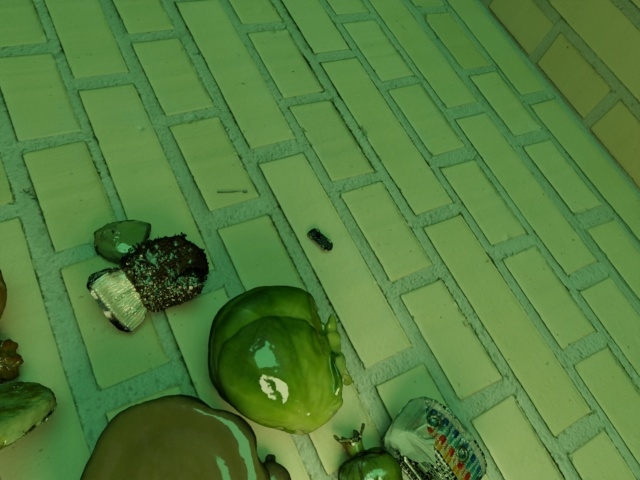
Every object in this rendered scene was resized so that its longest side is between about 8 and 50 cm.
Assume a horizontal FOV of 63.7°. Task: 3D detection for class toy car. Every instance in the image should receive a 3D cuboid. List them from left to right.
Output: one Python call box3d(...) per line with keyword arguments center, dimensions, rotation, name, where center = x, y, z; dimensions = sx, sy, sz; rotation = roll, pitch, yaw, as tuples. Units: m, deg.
box3d(center=(0.000, 0.000, 1.599), dimensions=(0.093, 0.025, 0.041), rotation=(44, 59, 14), name="toy car")

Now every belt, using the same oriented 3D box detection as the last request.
box3d(center=(0.280, 0.520, 1.272), dimensions=(0.150, 0.207, 0.257), rotation=(-35, 83, -34), name="belt")

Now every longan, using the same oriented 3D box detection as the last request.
box3d(center=(-0.115, 0.553, 1.186), dimensions=(0.106, 0.106, 0.119), rotation=(7, 53, -14), name="longan")

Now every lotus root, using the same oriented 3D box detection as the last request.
box3d(center=(-0.541, -0.001, 1.398), dimensions=(0.144, 0.070, 0.143), rotation=(5, 59, -15), name="lotus root")

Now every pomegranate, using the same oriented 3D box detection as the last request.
box3d(center=(0.108, 0.546, 1.249), dimensions=(0.152, 0.131, 0.191), rotation=(-10, 56, -19), name="pomegranate")

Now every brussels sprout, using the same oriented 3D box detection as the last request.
box3d(center=(-0.115, 0.294, 1.250), dimensions=(0.314, 0.276, 0.371), rotation=(-19, 74, -40), name="brussels sprout")

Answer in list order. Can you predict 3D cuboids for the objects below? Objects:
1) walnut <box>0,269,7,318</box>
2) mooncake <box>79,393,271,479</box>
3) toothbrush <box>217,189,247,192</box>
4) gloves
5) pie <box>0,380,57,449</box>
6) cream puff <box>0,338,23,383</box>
box3d(center=(-0.837, 0.129, 1.079), dimensions=(0.332, 0.333, 0.333), rotation=(8, 58, -13), name="walnut")
box3d(center=(-0.287, 0.513, 1.057), dimensions=(0.378, 0.201, 0.379), rotation=(1, 69, -2), name="mooncake")
box3d(center=(-0.276, -0.152, 1.612), dimensions=(0.097, 0.006, 0.008), rotation=(-3, 65, -19), name="toothbrush")
box3d(center=(-0.423, 0.098, 1.333), dimensions=(0.210, 0.135, 0.312), rotation=(50, 59, -3), name="gloves")
box3d(center=(-0.726, 0.364, 1.007), dimensions=(0.371, 0.296, 0.078), rotation=(-5, 94, -20), name="pie")
box3d(center=(-0.736, 0.273, 1.160), dimensions=(0.116, 0.094, 0.122), rotation=(-34, 79, -29), name="cream puff")
